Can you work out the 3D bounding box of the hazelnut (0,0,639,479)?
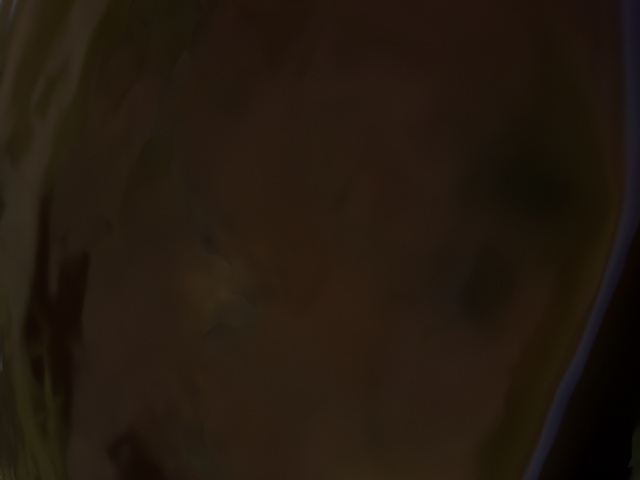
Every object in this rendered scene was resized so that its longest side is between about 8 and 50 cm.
[{"bbox_3d":[0.096,0.001,0.533,0.429,0.402,0.402,-129,-164,-75],"label":"hazelnut"}]
